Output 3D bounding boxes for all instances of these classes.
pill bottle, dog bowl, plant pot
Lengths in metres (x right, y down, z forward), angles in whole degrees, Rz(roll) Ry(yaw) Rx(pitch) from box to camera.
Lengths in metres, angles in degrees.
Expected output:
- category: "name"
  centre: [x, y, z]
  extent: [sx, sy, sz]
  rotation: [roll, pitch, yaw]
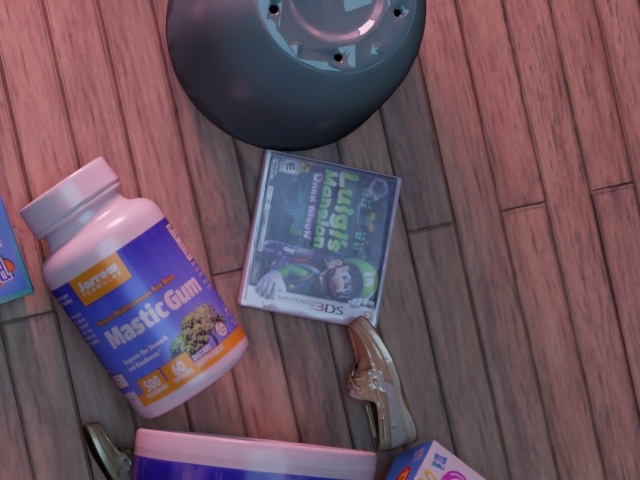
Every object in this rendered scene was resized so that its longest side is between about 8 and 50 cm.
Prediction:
- category: "pill bottle"
  centre: [-0.213, 0.049, 1.645]
  extent: [0.152, 0.152, 0.272]
  rotation: [-36, 97, -14]
- category: "dog bowl"
  centre: [-0.074, 0.269, 1.610]
  extent: [0.265, 0.265, 0.104]
  rotation: [8, 82, -14]
- category: "plant pot"
  centre: [-0.011, -0.258, 1.674]
  extent: [0.293, 0.235, 0.293]
  rotation: [1, 87, -16]

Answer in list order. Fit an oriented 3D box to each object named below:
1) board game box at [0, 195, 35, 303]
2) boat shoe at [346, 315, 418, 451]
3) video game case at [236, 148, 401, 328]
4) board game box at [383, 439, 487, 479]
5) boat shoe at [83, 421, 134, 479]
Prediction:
- category: "board game box"
  centre: [-0.427, -0.014, 1.631]
  extent: [0.160, 0.047, 0.210]
  rotation: [-19, 91, -27]
- category: "boat shoe"
  centre: [0.062, 0.174, 1.754]
  extent: [0.059, 0.063, 0.170]
  rotation: [-24, 101, -13]
- category: "video game case"
  centre: [0.000, 0.000, 1.772]
  extent: [0.173, 0.022, 0.190]
  rotation: [11, 84, -14]
- category: "board game box"
  centre: [0.161, 0.436, 1.648]
  extent: [0.308, 0.086, 0.302]
  rotation: [38, 55, -11]
- category: "boat shoe"
  centre: [-0.224, 0.259, 1.687]
  extent: [0.045, 0.050, 0.135]
  rotation: [-33, 106, -18]
